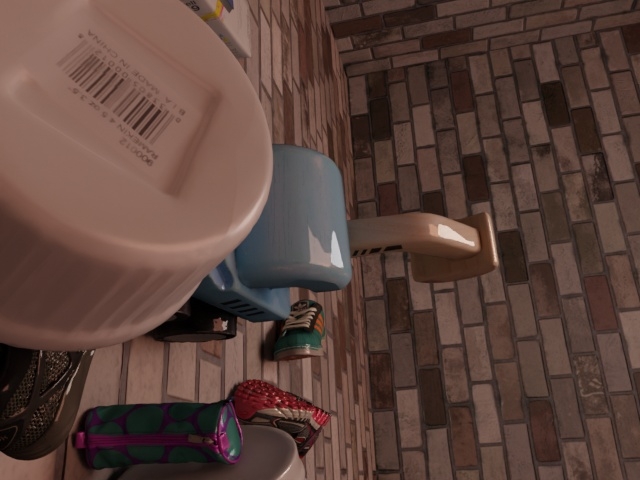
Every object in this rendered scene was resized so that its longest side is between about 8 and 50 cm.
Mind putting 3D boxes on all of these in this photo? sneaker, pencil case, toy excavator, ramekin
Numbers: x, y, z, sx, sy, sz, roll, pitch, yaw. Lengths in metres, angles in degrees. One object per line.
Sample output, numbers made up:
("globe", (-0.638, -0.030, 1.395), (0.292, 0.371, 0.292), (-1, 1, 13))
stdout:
("sneaker", (-0.046, 0.189, 1.298), (0.302, 0.108, 0.121), (48, 34, -84))
("pencil case", (-0.158, 0.194, 0.606), (0.070, 0.152, 0.064), (40, 45, -80))
("toy excavator", (0.000, 0.000, 0.764), (0.433, 0.445, 0.222), (49, 36, -69))
("ramekin", (-0.167, -0.072, 0.439), (0.277, 0.135, 0.277), (25, 50, -33))
("sneaker", (-0.234, 0.047, 0.488), (0.130, 0.087, 0.227), (77, 17, -57))
("sneaker", (-0.067, 0.331, 1.080), (0.112, 0.121, 0.299), (-62, 150, -13))

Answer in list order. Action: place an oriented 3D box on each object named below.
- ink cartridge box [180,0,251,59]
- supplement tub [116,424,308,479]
("ink cartridge box", (-0.192, -0.298, 0.747), (0.212, 0.154, 0.093), (39, 47, -75))
("supplement tub", (-0.087, 0.381, 0.626), (0.228, 0.228, 0.316), (-39, 119, -77))
